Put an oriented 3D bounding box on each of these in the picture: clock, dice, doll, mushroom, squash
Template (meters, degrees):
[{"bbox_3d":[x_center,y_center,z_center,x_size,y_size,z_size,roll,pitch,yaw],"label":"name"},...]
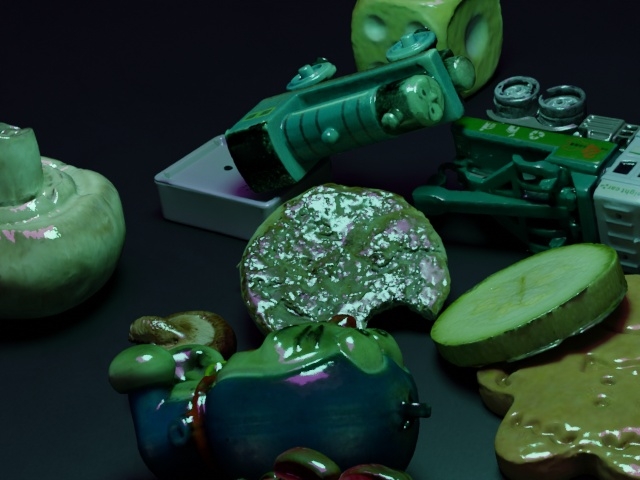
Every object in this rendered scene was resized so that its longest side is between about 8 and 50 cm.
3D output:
[{"bbox_3d":[-0.098,-0.069,2.018,0.197,0.063,0.150,14,36,34],"label":"clock"},{"bbox_3d":[0.158,-0.307,2.266,0.169,0.169,0.166,13,35,34],"label":"dice"},{"bbox_3d":[-0.039,0.170,1.462,0.322,0.186,0.198,-9,-7,35],"label":"doll"},{"bbox_3d":[-0.366,-0.030,1.844,0.254,0.234,0.260,23,41,38],"label":"mushroom"},{"bbox_3d":[-0.148,0.119,1.670,0.127,0.087,0.127,-10,30,6],"label":"mushroom"},{"bbox_3d":[0.219,0.065,1.647,0.219,0.041,0.219,-23,15,7],"label":"squash"}]

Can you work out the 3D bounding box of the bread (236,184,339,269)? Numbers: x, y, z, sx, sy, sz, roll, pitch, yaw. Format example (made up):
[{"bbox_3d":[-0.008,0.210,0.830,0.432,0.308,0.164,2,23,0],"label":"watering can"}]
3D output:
[{"bbox_3d":[0.000,0.001,1.864,0.119,0.067,0.192,15,36,37],"label":"bread"}]

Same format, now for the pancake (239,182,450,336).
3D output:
[{"bbox_3d":[0.024,0.035,1.747,0.253,0.037,0.254,-2,52,3],"label":"pancake"}]

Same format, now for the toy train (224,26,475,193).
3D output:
[{"bbox_3d":[0.042,-0.158,1.899,0.298,0.120,0.194,-13,22,37],"label":"toy train"}]

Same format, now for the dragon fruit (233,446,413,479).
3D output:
[{"bbox_3d":[0.000,0.268,1.257,0.272,0.198,0.218,17,62,15],"label":"dragon fruit"}]

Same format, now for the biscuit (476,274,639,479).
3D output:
[{"bbox_3d":[0.304,0.133,1.566,0.275,0.052,0.355,7,33,25],"label":"biscuit"}]

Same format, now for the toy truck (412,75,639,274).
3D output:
[{"bbox_3d":[0.301,-0.065,1.815,0.363,0.177,0.178,12,44,34],"label":"toy truck"}]
